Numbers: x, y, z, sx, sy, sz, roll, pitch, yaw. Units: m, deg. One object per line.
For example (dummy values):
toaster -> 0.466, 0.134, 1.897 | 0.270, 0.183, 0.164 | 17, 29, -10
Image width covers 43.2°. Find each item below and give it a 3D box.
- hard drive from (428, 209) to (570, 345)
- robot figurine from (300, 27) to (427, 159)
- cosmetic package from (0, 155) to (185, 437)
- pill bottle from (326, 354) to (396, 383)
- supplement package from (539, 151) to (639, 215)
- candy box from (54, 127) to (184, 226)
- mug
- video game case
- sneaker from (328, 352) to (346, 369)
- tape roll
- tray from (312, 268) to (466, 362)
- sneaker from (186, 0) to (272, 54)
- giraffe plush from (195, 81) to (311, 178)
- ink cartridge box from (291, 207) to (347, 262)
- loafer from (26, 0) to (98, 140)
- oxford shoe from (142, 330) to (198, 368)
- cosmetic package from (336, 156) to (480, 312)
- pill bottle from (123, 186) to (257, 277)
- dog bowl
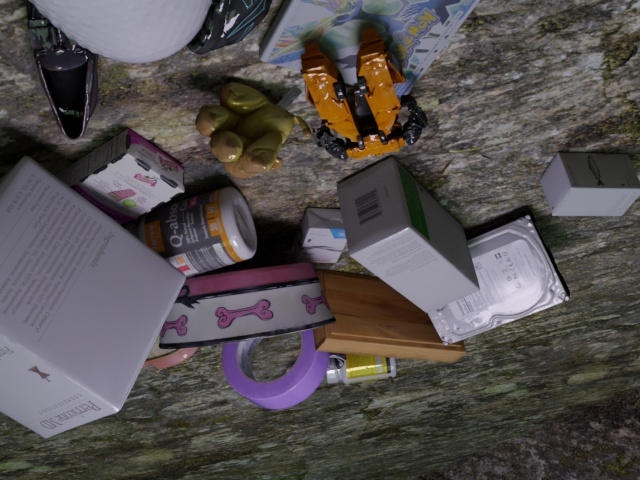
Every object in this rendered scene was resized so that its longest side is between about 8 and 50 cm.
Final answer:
hard drive -> 0.410, 0.098, 2.002 | 0.339, 0.237, 0.064 | -24, -173, 24
robot figurine -> 0.075, -0.245, 1.445 | 0.211, 0.085, 0.291 | -11, 152, 12
cosmetic package -> -0.546, 0.121, 1.552 | 0.394, 0.327, 0.329 | 40, 138, -23
pill bottle -> 0.117, 0.367, 2.429 | 0.208, 0.119, 0.119 | -8, 147, -1
supplement package -> 0.602, -0.124, 1.804 | 0.179, 0.105, 0.105 | -1, 147, -14
candy box -> -0.410, -0.110, 1.613 | 0.233, 0.071, 0.159 | -25, 142, 25
mug -> -0.226, -0.415, 1.037 | 0.374, 0.276, 0.328 | -29, 155, -7
video game case -> 0.096, -0.386, 1.345 | 0.300, 0.036, 0.329 | 9, 143, -26
sneaker -> 0.074, 0.285, 2.255 | 0.226, 0.163, 0.086 | 8, 142, -26
tape roll -> -0.117, 0.298, 2.121 | 0.275, 0.274, 0.090 | -19, 146, 15
tray -> 0.173, 0.198, 2.104 | 0.411, 0.203, 0.076 | 9, 143, -25
sneaker -> -0.122, -0.399, 1.244 | 0.106, 0.101, 0.267 | -10, 154, -42
giraffe plush -> -0.133, -0.188, 1.513 | 0.210, 0.181, 0.170 | -32, 171, -30
ink cartridge box -> 0.000, 0.000, 1.890 | 0.104, 0.060, 0.180 | 1, 146, -16
loafer -> -0.411, -0.288, 1.318 | 0.109, 0.095, 0.302 | -3, 147, -10
oxford shoe -> -0.509, 0.273, 2.164 | 0.397, 0.140, 0.146 | -19, 115, 24
cosmetic package -> 0.201, -0.002, 1.814 | 0.155, 0.197, 0.365 | -27, 145, 24
pill bottle -> -0.289, -0.003, 1.724 | 0.278, 0.162, 0.162 | -17, 146, 11
dog bowl -> -0.176, 0.145, 1.859 | 0.408, 0.150, 0.408 | -9, 177, 0
